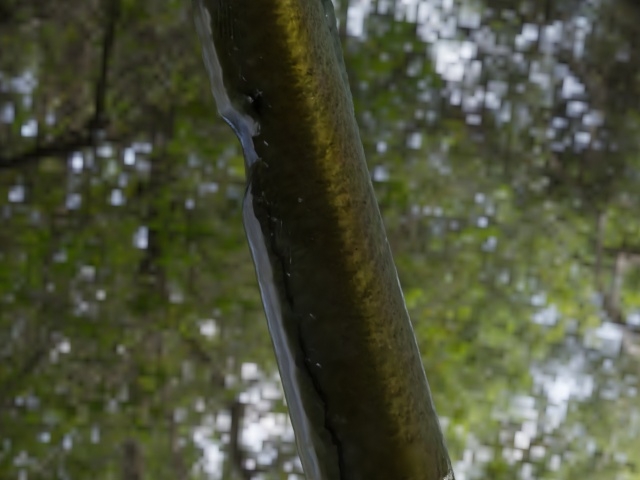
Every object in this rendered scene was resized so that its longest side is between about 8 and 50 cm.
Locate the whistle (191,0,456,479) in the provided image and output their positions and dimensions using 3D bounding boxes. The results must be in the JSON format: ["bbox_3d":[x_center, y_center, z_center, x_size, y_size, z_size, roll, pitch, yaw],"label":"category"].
[{"bbox_3d":[0.000,0.000,0.859,0.068,0.326,0.057,-14,175,-2],"label":"whistle"}]
